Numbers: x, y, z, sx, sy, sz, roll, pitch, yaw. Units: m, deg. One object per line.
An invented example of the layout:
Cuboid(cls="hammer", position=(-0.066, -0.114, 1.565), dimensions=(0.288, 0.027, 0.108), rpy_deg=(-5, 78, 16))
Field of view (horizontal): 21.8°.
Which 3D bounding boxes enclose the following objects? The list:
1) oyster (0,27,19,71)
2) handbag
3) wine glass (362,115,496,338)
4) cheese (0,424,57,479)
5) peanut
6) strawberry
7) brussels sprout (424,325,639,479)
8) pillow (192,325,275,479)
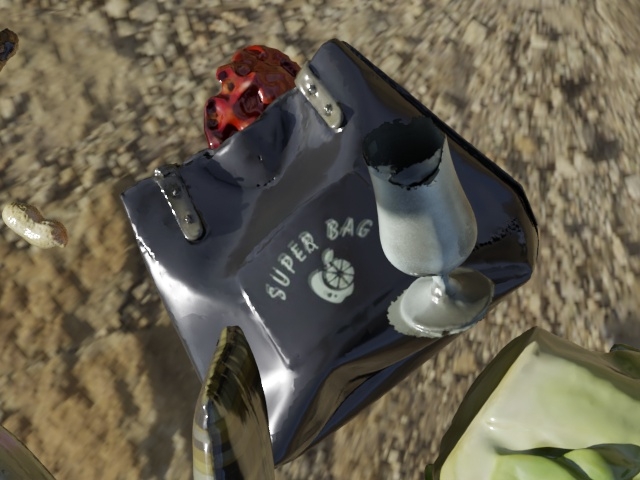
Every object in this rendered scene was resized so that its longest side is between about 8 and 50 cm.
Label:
Cuboid(cls="oyster", position=(-0.456, -0.122, 1.754), dimensions=(0.345, 0.129, 0.078), rpy_deg=(-42, 124, -17))
Cuboid(cls="handbag", position=(0.000, 0.000, 1.482), dimensions=(0.342, 0.152, 0.288), rpy_deg=(-37, 85, 2))
Cuboid(cls="wine glass", position=(0.036, -0.004, 0.605), dimensions=(0.042, 0.039, 0.083), rpy_deg=(-8, 133, 13))
Cuboid(cls="cheese", position=(-0.066, 0.134, 0.468), dimensions=(0.192, 0.037, 0.097), rpy_deg=(47, 126, 3))
Cuboid(cls="peanut", position=(-0.293, -0.014, 1.710), dimensions=(0.083, 0.037, 0.037), rpy_deg=(25, 104, 19))
Cuboid(cls="strawberry", position=(-0.016, -0.031, 1.664), dimensions=(0.149, 0.265, 0.336), rpy_deg=(-2, 116, 16))
Cuboid(cls="brussels sprout", position=(0.225, 0.199, 1.103), dimensions=(0.328, 0.328, 0.247), rpy_deg=(30, 60, 1))
Cuboid(cls="pillow", position=(-0.054, 0.180, 1.117), dimensions=(0.052, 0.208, 0.212), rpy_deg=(-5, 100, 1))
